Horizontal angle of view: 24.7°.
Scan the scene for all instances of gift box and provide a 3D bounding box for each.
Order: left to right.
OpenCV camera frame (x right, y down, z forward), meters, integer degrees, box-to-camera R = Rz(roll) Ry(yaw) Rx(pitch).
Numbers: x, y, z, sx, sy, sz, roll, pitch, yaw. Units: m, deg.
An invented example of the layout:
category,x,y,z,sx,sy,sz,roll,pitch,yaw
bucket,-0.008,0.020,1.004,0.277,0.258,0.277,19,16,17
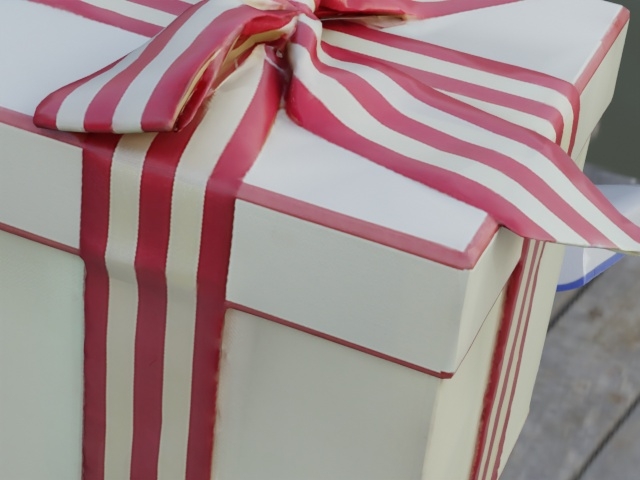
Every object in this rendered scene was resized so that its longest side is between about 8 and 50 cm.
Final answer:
category,x,y,z,sx,sy,sz,roll,pitch,yaw
gift box,0.000,0.000,0.608,0.276,0.258,0.255,14,34,12

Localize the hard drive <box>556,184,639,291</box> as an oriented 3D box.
category,x,y,z,sx,sy,sz,roll,pitch,yaw
hard drive,0.116,-0.007,1.044,0.210,0.040,0.318,1,7,22
